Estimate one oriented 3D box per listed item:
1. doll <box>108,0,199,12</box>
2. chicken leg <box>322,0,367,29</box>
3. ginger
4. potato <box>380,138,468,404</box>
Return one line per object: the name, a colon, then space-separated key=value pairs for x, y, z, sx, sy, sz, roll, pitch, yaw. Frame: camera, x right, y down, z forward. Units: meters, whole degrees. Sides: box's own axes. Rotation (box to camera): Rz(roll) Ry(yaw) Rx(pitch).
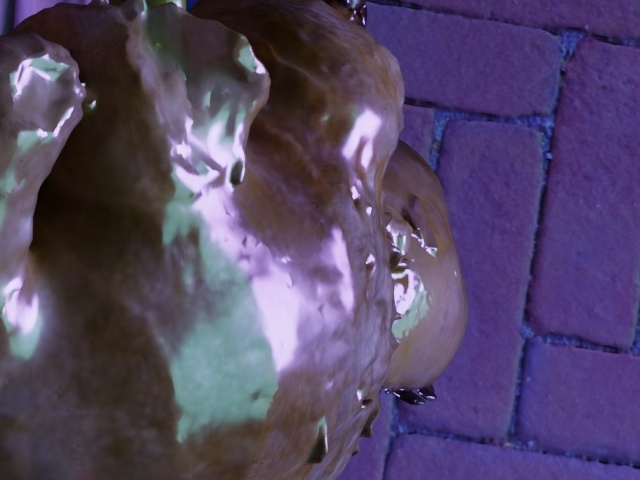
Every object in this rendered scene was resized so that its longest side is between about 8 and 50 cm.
doll: x=-0.014 y=-0.206 z=0.618 sx=0.346 sy=0.099 sz=0.341 roll=-84 pitch=-177 yaw=-66
chicken leg: x=-0.024 y=-0.175 z=0.921 sx=0.107 sy=0.087 sz=0.251 roll=138 pitch=-41 yaw=-59
ginger: x=-0.039 y=0.014 z=0.476 sx=0.216 sy=0.102 sz=0.157 roll=-15 pitch=113 yaw=-58
potato: x=0.000 y=0.000 z=0.810 sx=0.243 sy=0.138 sz=0.098 roll=-27 pitch=140 yaw=-79
